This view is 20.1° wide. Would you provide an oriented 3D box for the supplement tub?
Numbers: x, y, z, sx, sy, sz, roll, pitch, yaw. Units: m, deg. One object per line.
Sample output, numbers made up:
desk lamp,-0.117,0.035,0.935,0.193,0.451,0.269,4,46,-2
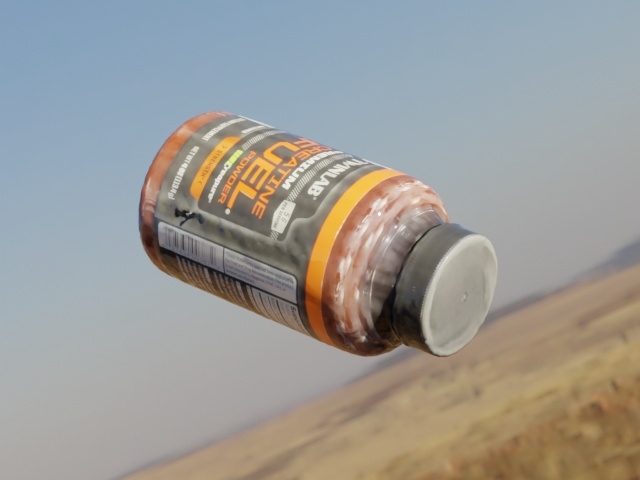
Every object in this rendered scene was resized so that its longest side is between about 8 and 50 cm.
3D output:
supplement tub,0.000,0.000,1.010,0.198,0.106,0.106,21,25,33
